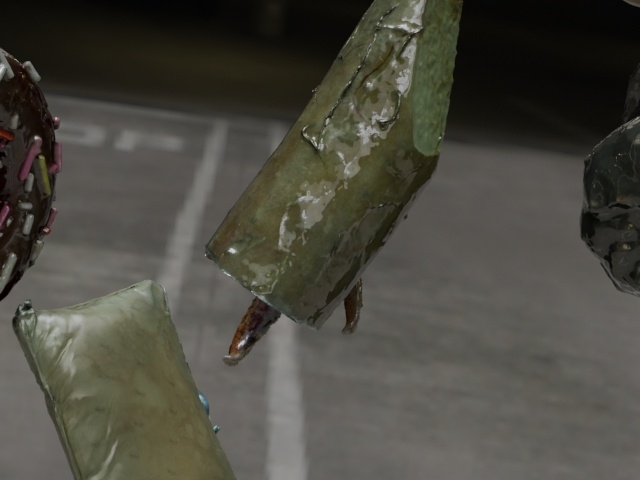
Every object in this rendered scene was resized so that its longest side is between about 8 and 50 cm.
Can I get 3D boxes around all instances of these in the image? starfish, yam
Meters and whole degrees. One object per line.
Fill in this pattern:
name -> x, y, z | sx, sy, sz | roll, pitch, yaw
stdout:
starfish -> -0.007, -0.004, 1.397 | 0.057, 0.213, 0.238 | 34, 7, -21
yam -> 0.030, -0.066, 1.286 | 0.106, 0.259, 0.106 | 35, -7, 5

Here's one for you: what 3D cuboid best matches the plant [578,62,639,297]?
plant -> 0.259, -0.036, 1.237 | 0.142, 0.164, 0.256 | 21, 26, 29

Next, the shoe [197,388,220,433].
shoe -> -0.154, 0.133, 1.785 | 0.143, 0.064, 0.071 | 46, -17, -9

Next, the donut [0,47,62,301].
donut -> -0.304, -0.042, 1.549 | 0.103, 0.269, 0.270 | 14, 12, 29

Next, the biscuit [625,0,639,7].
biscuit -> 0.476, -0.266, 2.078 | 0.291, 0.062, 0.237 | -4, -12, 40

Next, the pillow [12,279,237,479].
pillow -> -0.146, 0.176, 1.682 | 0.075, 0.302, 0.185 | -27, -7, 37
